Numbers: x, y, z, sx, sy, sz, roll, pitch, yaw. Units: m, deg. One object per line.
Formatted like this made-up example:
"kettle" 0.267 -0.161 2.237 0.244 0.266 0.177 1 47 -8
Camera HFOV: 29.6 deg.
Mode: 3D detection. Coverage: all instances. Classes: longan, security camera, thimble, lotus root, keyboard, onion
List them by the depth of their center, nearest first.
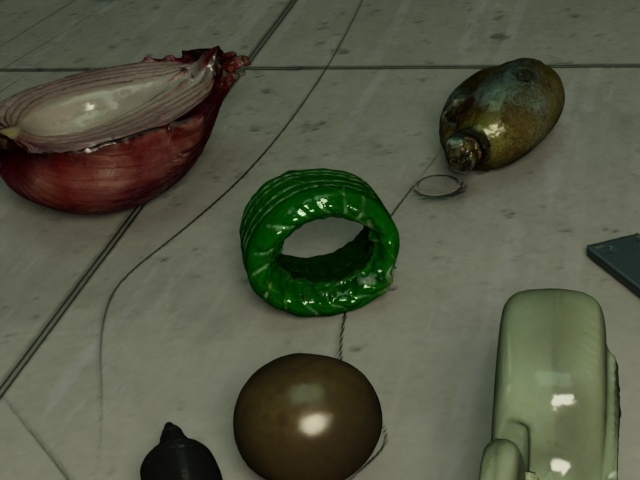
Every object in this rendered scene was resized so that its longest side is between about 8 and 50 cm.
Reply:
"security camera" 0.129 0.149 0.693 0.080 0.157 0.301 3 30 14
"longan" -0.008 0.122 0.832 0.113 0.092 0.113 -20 11 4
"keyboard" 0.286 0.040 0.982 0.055 0.014 0.176 -16 31 -16
"thimble" 0.000 0.000 1.017 0.130 0.118 0.090 14 21 -18
"lotus root" 0.176 -0.121 1.212 0.113 0.088 0.192 -6 27 35
"onion" -0.189 -0.108 1.234 0.283 0.120 0.227 -24 32 -20

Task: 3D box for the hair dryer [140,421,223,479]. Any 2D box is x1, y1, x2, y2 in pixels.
"hair dryer" -0.052 0.194 0.724 0.189 0.107 0.352 -10 25 -9
